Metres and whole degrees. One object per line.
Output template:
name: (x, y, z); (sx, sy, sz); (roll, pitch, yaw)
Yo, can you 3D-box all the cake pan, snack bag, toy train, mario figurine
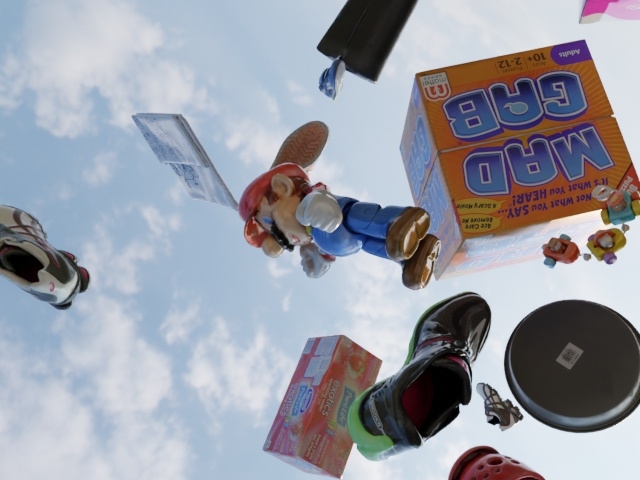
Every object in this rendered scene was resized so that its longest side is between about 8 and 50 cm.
cake pan: (0.531, 0.251, 1.375); (0.054, 0.293, 0.293); (48, -157, -54)
snack bag: (-0.404, -0.233, 1.949); (0.037, 0.323, 0.342); (-44, -57, -23)
toy train: (0.413, -0.025, 1.005); (0.046, 0.166, 0.125); (42, 172, -34)
mario figurine: (0.000, 0.000, 0.951); (0.321, 0.198, 0.170); (17, -149, 35)

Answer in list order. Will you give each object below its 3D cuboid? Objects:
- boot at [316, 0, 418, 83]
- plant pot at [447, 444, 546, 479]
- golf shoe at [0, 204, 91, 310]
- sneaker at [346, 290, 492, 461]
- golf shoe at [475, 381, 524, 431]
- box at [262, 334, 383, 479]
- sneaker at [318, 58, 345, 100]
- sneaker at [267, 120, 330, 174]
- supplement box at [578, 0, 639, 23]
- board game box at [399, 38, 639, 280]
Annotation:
boot: (0.238, -0.632, 1.793); (0.367, 0.445, 0.146); (38, -175, 34)
plant pot: (0.405, 0.587, 1.519); (0.191, 0.174, 0.191); (-4, -80, -25)
golf shoe: (-0.501, 0.009, 1.072); (0.273, 0.120, 0.105); (30, -96, 16)
sneaker: (0.257, 0.280, 1.370); (0.483, 0.202, 0.185); (-44, -74, -39)
golf shoe: (0.522, 0.505, 1.996); (0.077, 0.094, 0.198); (51, 173, -26)
box: (0.009, 0.387, 1.547); (0.142, 0.154, 0.300); (36, -119, -24)
sneaker: (0.024, -0.397, 1.602); (0.059, 0.144, 0.053); (31, -110, 7)
sneaker: (-0.071, -0.220, 1.866); (0.108, 0.302, 0.121); (42, -159, 4)
supplement box: (0.495, -0.490, 1.096); (0.111, 0.114, 0.220); (7, -94, -75)
board game box: (0.399, -0.155, 1.418); (0.356, 0.356, 0.356); (-12, -107, -2)
